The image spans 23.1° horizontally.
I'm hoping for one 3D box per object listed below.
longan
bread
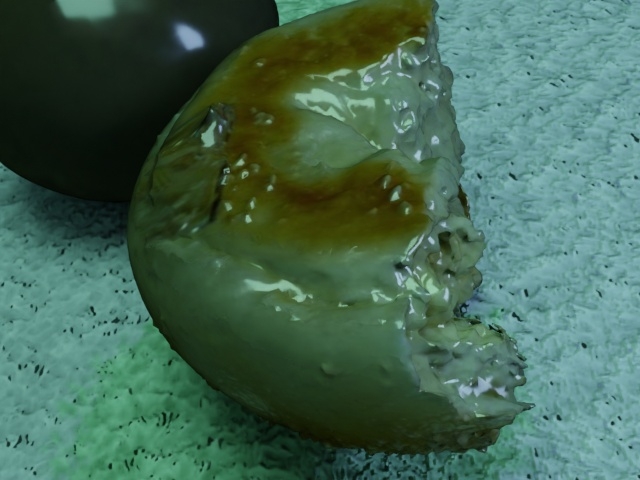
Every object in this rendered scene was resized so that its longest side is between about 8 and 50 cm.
[{"bbox_3d":[-0.124,-0.122,1.007,0.220,0.196,0.196,-30,43,-30],"label":"longan"},{"bbox_3d":[-0.004,0.003,0.843,0.192,0.171,0.314,-11,38,4],"label":"bread"}]
